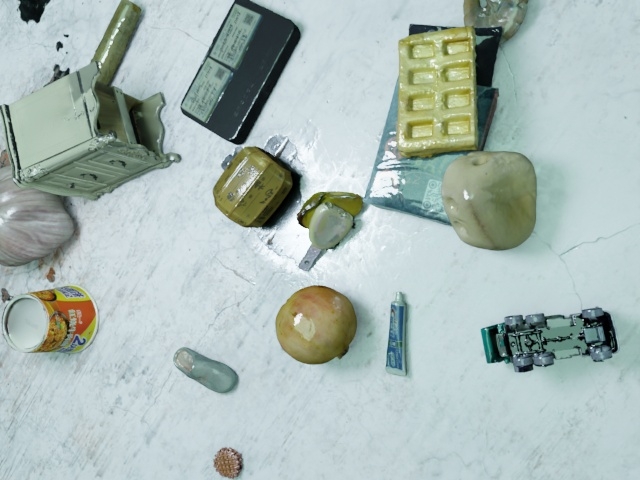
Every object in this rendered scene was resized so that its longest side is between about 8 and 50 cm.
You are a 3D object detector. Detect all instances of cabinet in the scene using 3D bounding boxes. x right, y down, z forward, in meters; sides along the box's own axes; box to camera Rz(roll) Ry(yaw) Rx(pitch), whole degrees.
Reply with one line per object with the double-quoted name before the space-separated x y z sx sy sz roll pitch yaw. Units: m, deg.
"cabinet" -0.601 -0.275 1.462 0.318 0.290 0.227 -18 81 17

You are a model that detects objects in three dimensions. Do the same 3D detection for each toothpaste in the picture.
"toothpaste" 0.181 0.218 1.290 0.057 0.035 0.197 3 90 36

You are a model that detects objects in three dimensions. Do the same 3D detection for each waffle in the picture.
"waffle" -0.242 0.579 1.430 0.083 0.029 0.075 22 95 22
"waffle" 0.246 -0.316 1.164 0.168 0.057 0.273 -1 86 20

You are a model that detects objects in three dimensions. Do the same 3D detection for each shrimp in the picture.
"shrimp" 0.401 -0.563 1.234 0.145 0.059 0.254 14 97 30

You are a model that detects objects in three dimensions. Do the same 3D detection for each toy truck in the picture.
"toy truck" 0.468 0.201 1.139 0.254 0.124 0.114 -11 84 17

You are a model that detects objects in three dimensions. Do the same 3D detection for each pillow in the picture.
"pillow" 0.297 -0.422 1.251 0.209 0.055 0.141 13 117 20

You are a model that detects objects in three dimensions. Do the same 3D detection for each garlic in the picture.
"garlic" -0.883 -0.072 1.571 0.318 0.259 0.317 0 90 24

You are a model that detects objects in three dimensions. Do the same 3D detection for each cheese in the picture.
"cheese" 0.364 -0.091 1.149 0.217 0.235 0.117 -60 28 -6
"cheese" 0.000 0.000 1.346 0.097 0.037 0.192 27 117 -9

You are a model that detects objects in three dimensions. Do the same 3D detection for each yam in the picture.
"yam" -0.627 -0.519 1.592 0.083 0.083 0.371 36 101 18

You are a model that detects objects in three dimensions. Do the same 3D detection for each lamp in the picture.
"lamp" -0.170 -0.132 1.371 0.161 0.161 0.185 39 100 17

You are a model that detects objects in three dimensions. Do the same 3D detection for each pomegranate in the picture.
"pomegranate" -0.008 0.198 1.282 0.192 0.191 0.191 -1 87 20

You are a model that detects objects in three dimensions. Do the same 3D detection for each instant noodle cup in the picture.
"instant noodle cup" -0.773 0.229 1.560 0.214 0.174 0.213 -1 87 19

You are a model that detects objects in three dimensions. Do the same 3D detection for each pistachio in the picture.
"pistachio" 0.021 -0.084 1.351 0.173 0.049 0.089 -18 113 13

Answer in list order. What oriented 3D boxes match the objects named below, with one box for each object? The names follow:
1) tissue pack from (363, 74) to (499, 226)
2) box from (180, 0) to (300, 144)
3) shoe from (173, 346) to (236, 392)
"tissue pack" 0.249 -0.206 1.247 0.228 0.103 0.315 17 94 17
"box" -0.216 -0.447 1.452 0.211 0.058 0.350 34 99 20
"shoe" -0.318 0.343 1.443 0.195 0.078 0.079 24 95 23
